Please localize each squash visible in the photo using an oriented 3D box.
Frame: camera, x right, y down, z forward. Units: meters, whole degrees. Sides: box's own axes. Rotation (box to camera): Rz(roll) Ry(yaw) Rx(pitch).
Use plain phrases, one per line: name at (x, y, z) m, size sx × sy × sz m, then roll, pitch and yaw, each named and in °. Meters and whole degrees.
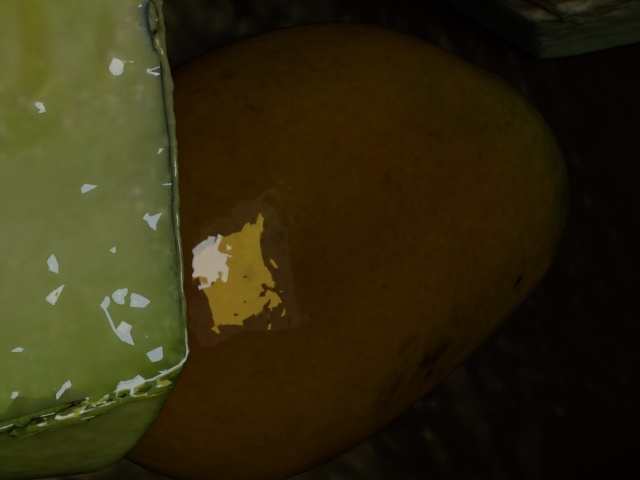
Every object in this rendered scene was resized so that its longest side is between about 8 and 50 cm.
squash at (-0.222, -0.040, 0.508) m, size 0.309 × 0.210 × 0.234 m, roll 2°, pitch 81°, yaw -30°

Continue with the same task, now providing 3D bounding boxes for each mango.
mango at (-0.004, -0.004, 0.660) m, size 0.221 × 0.120 × 0.151 m, roll -34°, pitch 109°, yaw -27°

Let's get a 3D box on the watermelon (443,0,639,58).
watermelon at (0.096, -0.177, 0.612) m, size 0.387 × 0.258 × 0.228 m, roll 20°, pitch 102°, yaw -36°
